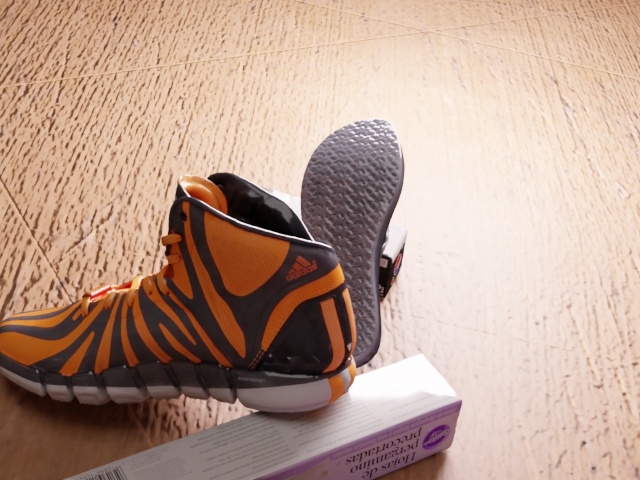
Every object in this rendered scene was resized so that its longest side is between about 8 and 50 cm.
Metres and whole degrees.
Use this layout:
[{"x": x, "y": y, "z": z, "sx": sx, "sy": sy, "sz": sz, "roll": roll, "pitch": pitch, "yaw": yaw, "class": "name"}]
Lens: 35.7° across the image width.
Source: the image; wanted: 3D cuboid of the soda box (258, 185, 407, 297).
[{"x": 0.000, "y": 0.000, "z": 1.023, "sx": 0.169, "sy": 0.053, "sz": 0.060, "roll": 17, "pitch": 38, "yaw": 13, "class": "soda box"}]

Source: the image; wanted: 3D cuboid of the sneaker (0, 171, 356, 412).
[{"x": -0.128, "y": 0.033, "z": 0.812, "sx": 0.321, "sy": 0.180, "sz": 0.124, "roll": -1, "pitch": 19, "yaw": 14, "class": "sneaker"}]

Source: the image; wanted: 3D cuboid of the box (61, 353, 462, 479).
[{"x": -0.039, "y": 0.174, "z": 0.775, "sx": 0.324, "sy": 0.063, "sz": 0.067, "roll": -16, "pitch": 43, "yaw": -27, "class": "box"}]

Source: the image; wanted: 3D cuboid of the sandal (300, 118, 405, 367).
[{"x": 0.025, "y": 0.001, "z": 0.956, "sx": 0.097, "sy": 0.054, "sz": 0.254, "roll": 4, "pitch": 70, "yaw": 15, "class": "sandal"}]
